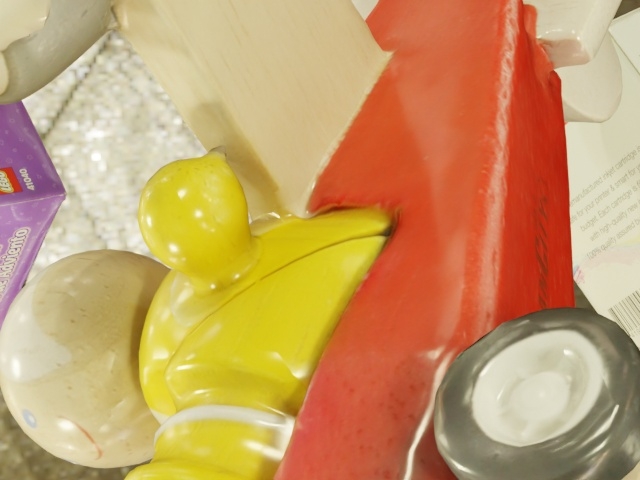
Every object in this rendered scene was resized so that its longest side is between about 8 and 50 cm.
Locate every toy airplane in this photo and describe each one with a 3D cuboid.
[{"bbox_3d":[0.000,0.000,0.602,0.272,0.384,0.386,-17,88,21],"label":"toy airplane"}]

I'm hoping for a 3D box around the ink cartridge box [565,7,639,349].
[{"bbox_3d":[0.180,-0.020,0.798,0.175,0.072,0.127,56,147,7],"label":"ink cartridge box"}]

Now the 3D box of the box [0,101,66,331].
[{"bbox_3d":[-0.278,-0.081,1.091,0.293,0.057,0.201,60,142,25],"label":"box"}]
